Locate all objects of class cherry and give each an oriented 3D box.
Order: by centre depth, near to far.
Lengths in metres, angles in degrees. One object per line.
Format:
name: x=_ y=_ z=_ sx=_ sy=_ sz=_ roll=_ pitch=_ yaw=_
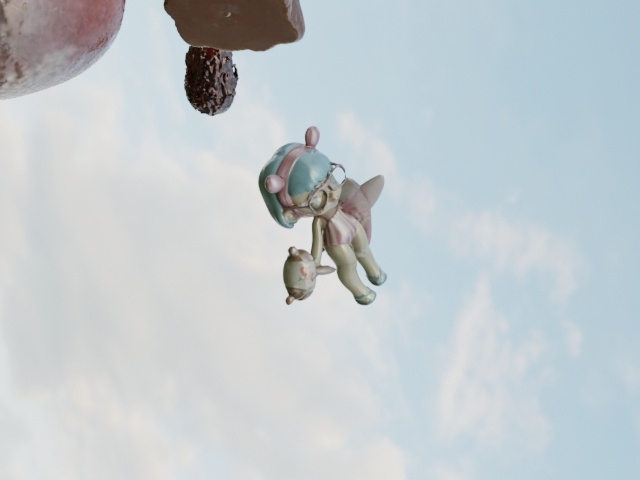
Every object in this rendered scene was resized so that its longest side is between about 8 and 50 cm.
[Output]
cherry: x=-0.332 y=-0.258 z=1.252 sx=0.236 sy=0.286 sz=0.213 roll=-67 pitch=-151 yaw=20

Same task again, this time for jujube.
jujube: x=-0.205 y=-0.300 z=2.257 sx=0.104 sy=0.104 sz=0.166 roll=44 pitch=-29 yaw=42

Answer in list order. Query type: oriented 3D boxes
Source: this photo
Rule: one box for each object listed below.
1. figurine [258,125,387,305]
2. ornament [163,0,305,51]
figurine: x=-0.005 y=-0.007 z=1.616 sx=0.103 sy=0.205 sz=0.260 roll=18 pitch=-31 yaw=48
ornament: x=-0.120 y=-0.422 z=1.863 sx=0.221 sy=0.235 sz=0.217 roll=-33 pitch=-139 yaw=56
